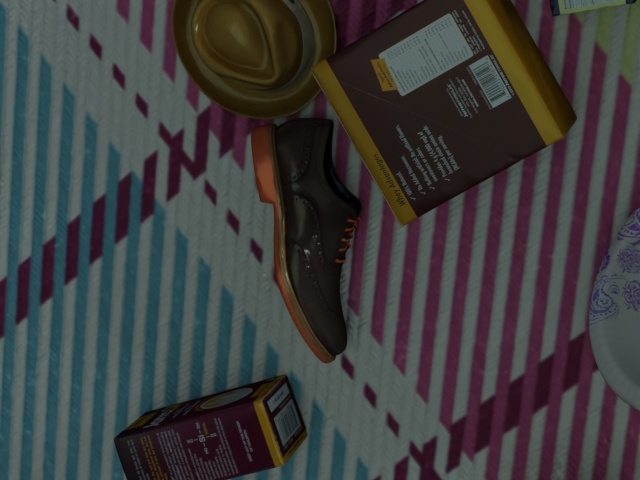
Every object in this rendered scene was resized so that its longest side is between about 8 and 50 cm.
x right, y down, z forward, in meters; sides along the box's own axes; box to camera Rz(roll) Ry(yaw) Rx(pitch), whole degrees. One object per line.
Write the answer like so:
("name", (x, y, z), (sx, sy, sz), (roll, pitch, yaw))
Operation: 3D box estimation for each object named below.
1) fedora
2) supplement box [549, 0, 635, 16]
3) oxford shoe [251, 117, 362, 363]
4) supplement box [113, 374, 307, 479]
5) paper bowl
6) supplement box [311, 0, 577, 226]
("fedora", (-0.079, -0.219, 1.833), (0.194, 0.079, 0.194), (3, 104, 14))
("supplement box", (0.275, -0.263, 1.726), (0.083, 0.083, 0.056), (-7, 100, 16))
("oxford shoe", (0.000, 0.000, 1.857), (0.098, 0.097, 0.271), (-12, 99, 11))
("supplement box", (-0.123, 0.223, 1.934), (0.188, 0.104, 0.081), (-16, 97, 18))
("paper bowl", (0.418, 0.068, 1.684), (0.284, 0.284, 0.148), (-43, 130, 19))
("supplement box", (0.130, -0.151, 1.767), (0.194, 0.129, 0.191), (-29, 94, 19))
